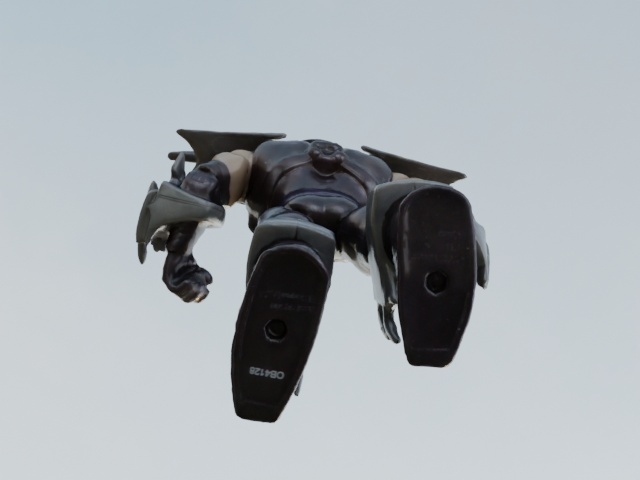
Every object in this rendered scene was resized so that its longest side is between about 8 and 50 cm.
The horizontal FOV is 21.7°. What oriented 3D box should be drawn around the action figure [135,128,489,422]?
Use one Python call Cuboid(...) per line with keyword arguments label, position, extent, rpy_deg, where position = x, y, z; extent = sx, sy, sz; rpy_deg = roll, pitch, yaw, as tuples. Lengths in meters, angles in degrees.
Cuboid(label="action figure", position=(0.000, 0.000, 0.829), extent=(0.185, 0.285, 0.099), rpy_deg=(-2, -78, -3))
